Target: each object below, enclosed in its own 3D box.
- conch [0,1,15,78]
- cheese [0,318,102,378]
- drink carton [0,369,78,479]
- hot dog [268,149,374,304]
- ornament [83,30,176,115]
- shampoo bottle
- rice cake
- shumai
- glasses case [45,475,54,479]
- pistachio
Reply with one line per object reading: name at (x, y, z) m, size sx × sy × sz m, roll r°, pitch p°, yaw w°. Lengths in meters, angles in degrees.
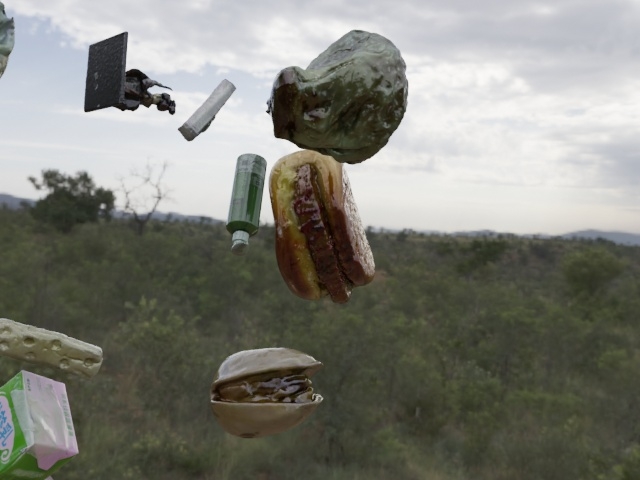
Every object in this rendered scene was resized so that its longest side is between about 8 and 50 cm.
conch at (-0.546, -0.297, 0.978) m, size 0.105 × 0.173 × 0.116 m, roll 11°, pitch -5°, yaw 15°
cheese at (-0.477, 0.188, 1.097) m, size 0.193 × 0.065 × 0.043 m, roll 21°, pitch 10°, yaw -14°
drink carton at (-0.566, 0.376, 1.100) m, size 0.108 × 0.271 × 0.161 m, roll 42°, pitch 12°, yaw -51°
hot dog at (0.002, -0.001, 1.477) m, size 0.185 × 0.405 × 0.223 m, roll -9°, pitch 37°, yaw 16°
ornament at (-0.405, -0.347, 1.413) m, size 0.166 × 0.153 × 0.196 m, roll 2°, pitch -4°, yaw 40°
shampoo bottle at (-0.139, -0.066, 1.178) m, size 0.065 × 0.205 × 0.065 m, roll 4°, pitch -29°, yaw 2°
rice cake at (-0.249, -0.290, 1.396) m, size 0.047 × 0.207 × 0.036 m, roll 34°, pitch -39°, yaw -9°
shumai at (0.025, -0.288, 1.129) m, size 0.225 × 0.261 × 0.221 m, roll -15°, pitch -33°, yaw 43°
glasses case at (-0.626, 0.517, 1.301) m, size 0.113 × 0.075 × 0.297 m, roll 41°, pitch -12°, yaw 4°
pistachio at (-0.080, 0.224, 0.937) m, size 0.206 × 0.130 × 0.131 m, roll -16°, pitch -17°, yaw 37°
